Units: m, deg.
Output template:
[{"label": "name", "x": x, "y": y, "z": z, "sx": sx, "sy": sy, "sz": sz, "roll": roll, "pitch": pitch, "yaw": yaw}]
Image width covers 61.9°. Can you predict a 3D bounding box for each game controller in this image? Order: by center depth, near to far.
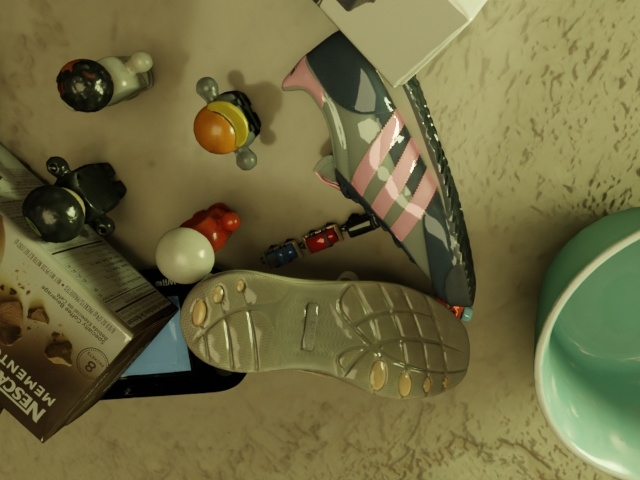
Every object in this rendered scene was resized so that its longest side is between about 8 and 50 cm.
[{"label": "game controller", "x": -0.252, "y": 0.120, "z": 0.678, "sx": 0.320, "sy": 0.067, "sz": 0.166, "roll": -6, "pitch": 110, "yaw": 6}]

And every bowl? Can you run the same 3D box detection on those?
[{"label": "bowl", "x": 0.366, "y": 0.086, "z": 0.570, "sx": 0.312, "sy": 0.163, "sz": 0.311, "roll": 2, "pitch": 110, "yaw": 4}]

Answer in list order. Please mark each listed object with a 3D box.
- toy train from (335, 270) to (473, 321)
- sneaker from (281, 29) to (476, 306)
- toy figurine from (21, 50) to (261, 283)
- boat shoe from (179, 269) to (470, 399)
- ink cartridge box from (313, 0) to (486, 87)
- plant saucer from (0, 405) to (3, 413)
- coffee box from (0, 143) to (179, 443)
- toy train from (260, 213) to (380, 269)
[{"label": "toy train", "x": 0.093, "y": 0.095, "z": 0.659, "sx": 0.167, "sy": 0.046, "sz": 0.125, "roll": 14, "pitch": 99, "yaw": 2}, {"label": "sneaker", "x": 0.070, "y": -0.063, "z": 0.573, "sx": 0.131, "sy": 0.112, "sz": 0.318, "roll": -18, "pitch": 102, "yaw": 21}, {"label": "toy figurine", "x": -0.176, "y": -0.079, "z": 0.553, "sx": 0.213, "sy": 0.148, "sz": 0.209, "roll": 21, "pitch": 111, "yaw": -4}, {"label": "boat shoe", "x": 0.011, "y": 0.094, "z": 0.586, "sx": 0.325, "sy": 0.116, "sz": 0.123, "roll": 16, "pitch": 83, "yaw": -17}, {"label": "ink cartridge box", "x": 0.045, "y": -0.275, "z": 0.441, "sx": 0.237, "sy": 0.172, "sz": 0.100, "roll": 44, "pitch": 146, "yaw": -12}, {"label": "plant saucer", "x": -0.452, "y": 0.135, "z": 0.676, "sx": 0.199, "sy": 0.036, "sz": 0.198, "roll": 22, "pitch": 130, "yaw": 29}, {"label": "coffee box", "x": -0.334, "y": 0.048, "z": 0.593, "sx": 0.297, "sy": 0.119, "sz": 0.168, "roll": 43, "pitch": 101, "yaw": 0}, {"label": "toy train", "x": 0.000, "y": 0.000, "z": 0.630, "sx": 0.159, "sy": 0.036, "sz": 0.027, "roll": -21, "pitch": 108, "yaw": 12}]
